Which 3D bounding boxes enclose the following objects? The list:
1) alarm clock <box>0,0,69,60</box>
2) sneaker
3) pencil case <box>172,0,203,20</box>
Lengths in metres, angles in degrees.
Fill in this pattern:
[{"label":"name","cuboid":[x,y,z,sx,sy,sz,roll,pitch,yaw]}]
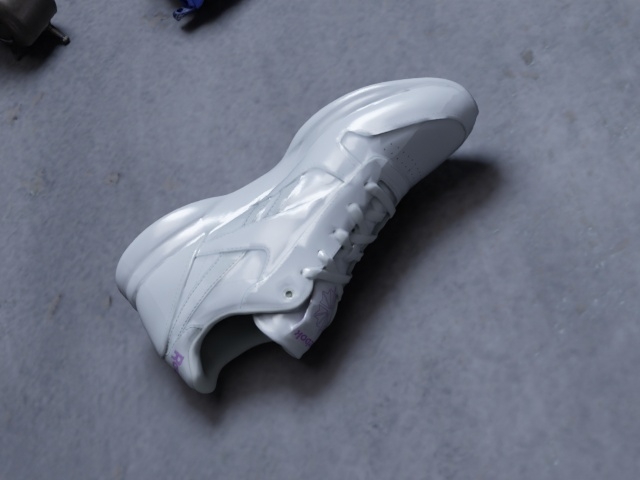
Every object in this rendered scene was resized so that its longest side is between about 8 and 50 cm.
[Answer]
[{"label":"alarm clock","cuboid":[-0.345,-0.260,1.264,0.129,0.192,0.064,21,70,40]},{"label":"sneaker","cuboid":[0.000,0.000,0.943,0.305,0.114,0.152,-35,60,9]},{"label":"pencil case","cuboid":[-0.051,-0.348,1.208,0.306,0.119,0.133,-37,29,1]}]
